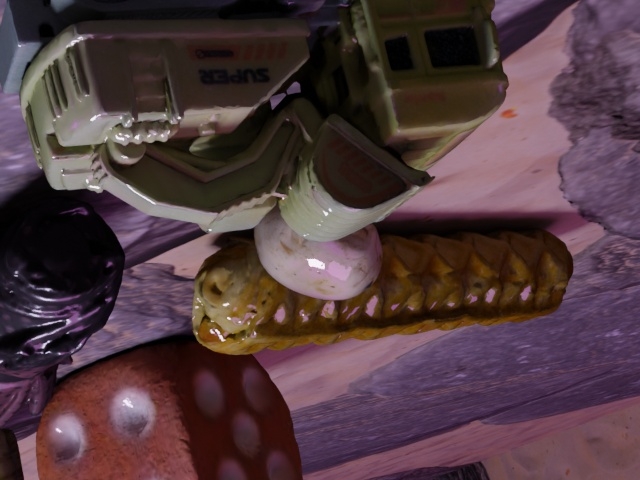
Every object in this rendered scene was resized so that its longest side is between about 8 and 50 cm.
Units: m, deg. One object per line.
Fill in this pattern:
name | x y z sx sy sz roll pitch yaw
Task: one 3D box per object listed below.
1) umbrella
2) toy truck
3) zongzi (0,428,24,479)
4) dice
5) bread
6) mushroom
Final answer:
umbrella | -0.190 0.060 0.810 0.094 0.090 0.326 -11 165 -27
toy truck | -0.020 -0.057 0.505 0.191 0.116 0.085 -7 164 -25
zongzi | -0.380 0.248 1.262 0.228 0.115 0.256 -18 171 -6
dice | -0.135 0.191 1.171 0.174 0.179 0.175 -25 167 28
bread | 0.058 0.034 0.976 0.368 0.084 0.077 -3 -155 -43
mushroom | 0.000 0.000 0.822 0.084 0.067 0.083 16 150 9
